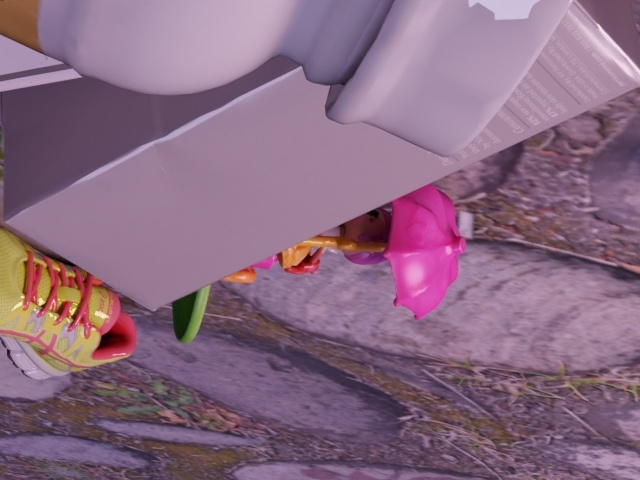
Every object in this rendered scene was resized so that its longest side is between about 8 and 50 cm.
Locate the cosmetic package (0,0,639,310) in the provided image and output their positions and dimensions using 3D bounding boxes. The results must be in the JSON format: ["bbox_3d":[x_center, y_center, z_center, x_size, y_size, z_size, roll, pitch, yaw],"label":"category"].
[{"bbox_3d":[-0.008,-0.080,0.662,0.238,0.127,0.107,-25,142,28],"label":"cosmetic package"}]

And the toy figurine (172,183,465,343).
[{"bbox_3d":[0.000,0.000,0.974,0.159,0.130,0.173,7,-179,-13],"label":"toy figurine"}]

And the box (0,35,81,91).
[{"bbox_3d":[-0.167,-0.123,0.620,0.290,0.169,0.087,-8,127,27],"label":"box"}]

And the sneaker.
[{"bbox_3d":[-0.191,0.039,1.188,0.094,0.081,0.208,-3,161,15],"label":"sneaker"}]

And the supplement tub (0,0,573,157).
[{"bbox_3d":[-0.071,-0.170,0.372,0.316,0.228,0.228,25,156,-4],"label":"supplement tub"}]
